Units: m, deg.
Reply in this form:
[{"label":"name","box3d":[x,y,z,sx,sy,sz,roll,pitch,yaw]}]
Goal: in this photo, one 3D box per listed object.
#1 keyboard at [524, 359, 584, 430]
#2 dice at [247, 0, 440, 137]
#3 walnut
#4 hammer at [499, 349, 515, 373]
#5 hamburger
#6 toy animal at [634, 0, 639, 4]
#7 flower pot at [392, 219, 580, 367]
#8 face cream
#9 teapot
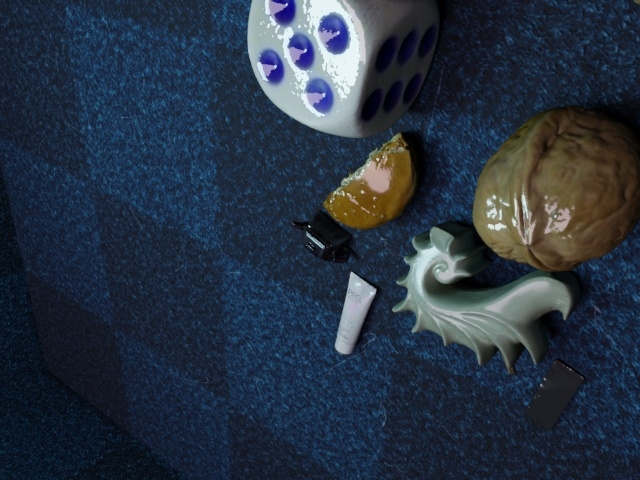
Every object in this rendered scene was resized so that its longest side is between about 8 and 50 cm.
[{"label":"keyboard","box3d":[0.535,0.357,1.596,0.074,0.015,0.196,31,132,21]},{"label":"dice","box3d":[0.045,-0.408,1.413,0.304,0.277,0.304,36,131,24]},{"label":"walnut","box3d":[0.422,-0.085,1.225,0.277,0.313,0.252,24,145,23]},{"label":"hammer","box3d":[0.422,0.234,1.628,0.062,0.017,0.182,-14,105,46]},{"label":"hamburger","box3d":[0.134,-0.119,1.594,0.156,0.144,0.283,54,135,4]},{"label":"toy animal","box3d":[0.534,-0.483,1.060,0.186,0.094,0.214,-23,89,43]},{"label":"flower pot","box3d":[0.350,0.128,1.515,0.367,0.164,0.254,26,114,24]},{"label":"face cream","box3d":[0.092,0.207,1.892,0.092,0.058,0.243,34,126,30]},{"label":"teapot","box3d":[0.000,0.000,1.821,0.177,0.096,0.087,40,135,17]}]
